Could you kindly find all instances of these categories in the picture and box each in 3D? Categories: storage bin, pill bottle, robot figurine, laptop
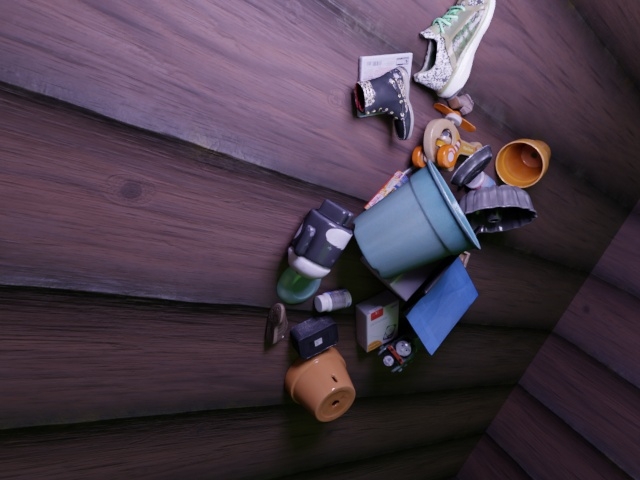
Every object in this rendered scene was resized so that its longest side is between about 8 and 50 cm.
[{"bbox_3d":[-0.023,0.393,1.694,0.180,0.084,0.122,-23,127,-22],"label":"storage bin"},{"bbox_3d":[0.049,0.243,1.656,0.137,0.078,0.078,-8,120,-30],"label":"pill bottle"},{"bbox_3d":[-0.003,-0.001,1.418,0.209,0.173,0.278,25,102,-29],"label":"robot figurine"},{"bbox_3d":[0.533,0.209,1.628,0.382,0.236,0.408,-44,169,-22],"label":"laptop"},{"bbox_3d":[0.707,-0.244,1.795,0.160,0.087,0.087,21,104,-39],"label":"pill bottle"}]

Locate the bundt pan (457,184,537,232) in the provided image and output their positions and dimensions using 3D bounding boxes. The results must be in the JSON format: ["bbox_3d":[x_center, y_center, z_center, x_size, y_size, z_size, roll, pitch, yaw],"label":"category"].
[{"bbox_3d":[0.742,-0.141,1.764,0.331,0.331,0.124,17,67,-39],"label":"bundt pan"}]

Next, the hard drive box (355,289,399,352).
[{"bbox_3d":[0.256,0.365,1.858,0.181,0.089,0.232,-22,126,-22],"label":"hard drive box"}]

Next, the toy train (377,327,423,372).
[{"bbox_3d":[0.400,0.504,1.946,0.190,0.142,0.334,-47,159,18],"label":"toy train"}]

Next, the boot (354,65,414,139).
[{"bbox_3d":[0.206,-0.422,1.330,0.178,0.085,0.236,-23,121,-19],"label":"boot"}]

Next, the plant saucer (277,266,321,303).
[{"bbox_3d":[-0.070,0.169,1.561,0.195,0.037,0.195,-16,124,-25],"label":"plant saucer"}]

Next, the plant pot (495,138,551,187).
[{"bbox_3d":[0.911,-0.356,1.805,0.188,0.205,0.205,-28,130,-36],"label":"plant pot"}]

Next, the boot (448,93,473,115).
[{"bbox_3d":[0.525,-0.524,1.539,0.087,0.042,0.118,-47,108,-27],"label":"boot"}]

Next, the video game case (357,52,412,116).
[{"bbox_3d":[0.210,-0.512,1.352,0.201,0.023,0.183,-17,125,-26],"label":"video game case"}]

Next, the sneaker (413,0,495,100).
[{"bbox_3d":[0.420,-0.677,1.326,0.182,0.158,0.410,9,107,-18],"label":"sneaker"}]

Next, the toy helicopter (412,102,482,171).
[{"bbox_3d":[0.508,-0.374,1.552,0.355,0.140,0.235,2,96,-40],"label":"toy helicopter"}]

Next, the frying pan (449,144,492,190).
[{"bbox_3d":[0.568,-0.245,1.618,0.197,0.053,0.326,-30,158,-23],"label":"frying pan"}]

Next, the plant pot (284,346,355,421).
[{"bbox_3d":[0.014,0.638,1.785,0.291,0.203,0.291,-16,124,-24],"label":"plant pot"}]

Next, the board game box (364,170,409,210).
[{"bbox_3d":[0.280,-0.151,1.595,0.193,0.045,0.147,-47,132,0],"label":"board game box"}]

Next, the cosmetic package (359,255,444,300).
[{"bbox_3d":[0.374,0.023,1.653,0.385,0.217,0.156,-47,132,-4],"label":"cosmetic package"}]

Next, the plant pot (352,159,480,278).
[{"bbox_3d":[0.314,-0.048,1.426,0.334,0.341,0.341,-29,136,22],"label":"plant pot"}]

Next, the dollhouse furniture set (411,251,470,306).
[{"bbox_3d":[0.461,0.135,1.876,0.303,0.198,0.286,24,80,-9],"label":"dollhouse furniture set"}]

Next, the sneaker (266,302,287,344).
[{"bbox_3d":[-0.160,0.312,1.581,0.071,0.066,0.188,-14,131,-46],"label":"sneaker"}]

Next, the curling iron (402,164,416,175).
[{"bbox_3d":[0.434,-0.316,1.604,0.274,0.035,0.068,-29,125,-16],"label":"curling iron"}]
